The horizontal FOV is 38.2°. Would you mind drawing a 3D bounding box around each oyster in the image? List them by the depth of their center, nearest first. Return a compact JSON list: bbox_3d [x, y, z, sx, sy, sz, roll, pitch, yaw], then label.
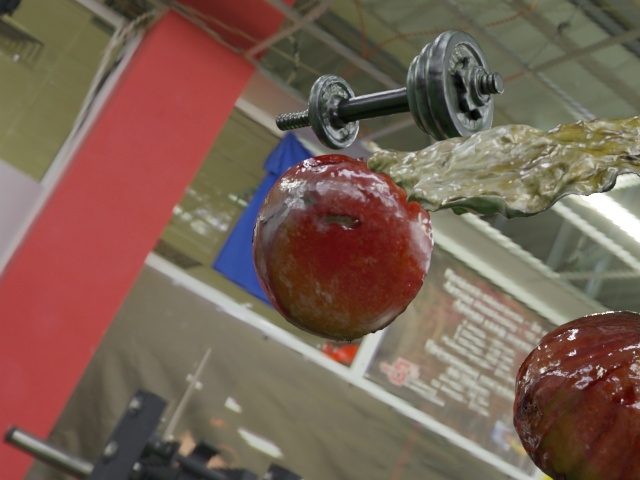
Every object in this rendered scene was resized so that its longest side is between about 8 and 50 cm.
[{"bbox_3d":[0.104,-0.031,0.410,0.121,0.045,0.146,-2,-4,-23],"label":"oyster"}]

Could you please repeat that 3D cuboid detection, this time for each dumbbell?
[{"bbox_3d":[0.060,-0.134,0.908,0.254,0.110,0.110,-5,-33,36],"label":"dumbbell"}]

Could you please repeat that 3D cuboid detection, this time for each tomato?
[{"bbox_3d":[0.000,0.000,0.849,0.099,0.173,0.189,20,7,-43],"label":"tomato"}]

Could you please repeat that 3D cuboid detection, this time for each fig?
[{"bbox_3d":[0.179,0.089,0.562,0.128,0.150,0.128,-3,8,0],"label":"fig"}]
